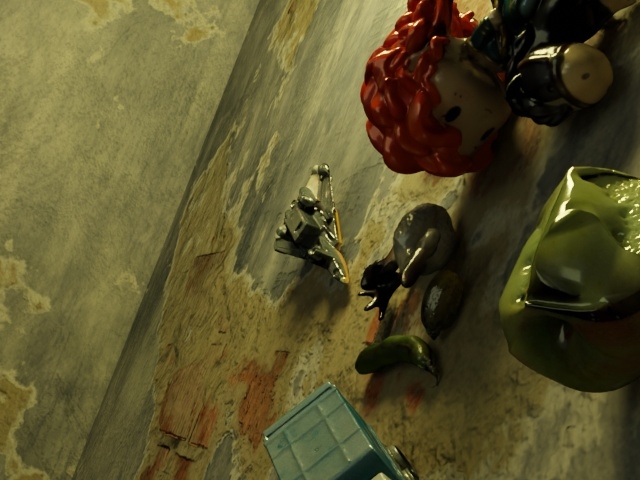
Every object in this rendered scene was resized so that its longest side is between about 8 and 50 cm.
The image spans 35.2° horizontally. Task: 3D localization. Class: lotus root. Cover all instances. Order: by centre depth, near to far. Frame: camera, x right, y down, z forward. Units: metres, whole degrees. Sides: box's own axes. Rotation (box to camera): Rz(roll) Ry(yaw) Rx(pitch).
[{"bbox_3d":[0.165,0.088,1.395,0.054,0.049,0.099,15,85,68],"label":"lotus root"}]

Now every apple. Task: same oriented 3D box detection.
[{"bbox_3d":[0.275,0.041,0.998,0.207,0.174,0.188,-41,12,53],"label":"apple"}]

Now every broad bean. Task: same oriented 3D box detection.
[{"bbox_3d":[0.110,0.169,1.460,0.227,0.039,0.069,-7,66,66],"label":"broad bean"}]

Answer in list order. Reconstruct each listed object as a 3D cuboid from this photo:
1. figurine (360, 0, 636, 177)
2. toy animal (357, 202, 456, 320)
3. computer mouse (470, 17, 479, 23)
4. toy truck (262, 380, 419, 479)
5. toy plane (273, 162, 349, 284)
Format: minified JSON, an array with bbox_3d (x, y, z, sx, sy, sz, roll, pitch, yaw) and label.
[{"bbox_3d":[0.243,-0.252,1.385,0.411,0.241,0.306,-16,75,43],"label":"figurine"},{"bbox_3d":[0.142,0.013,1.446,0.195,0.090,0.324,-61,3,-14],"label":"toy animal"},{"bbox_3d":[0.217,-0.248,1.621,0.229,0.068,0.113,-66,30,31],"label":"computer mouse"},{"bbox_3d":[0.047,0.315,1.210,0.146,0.175,0.367,-40,23,-2],"label":"toy truck"},{"bbox_3d":[-0.011,-0.005,1.863,0.204,0.103,0.316,-59,21,18],"label":"toy plane"}]
